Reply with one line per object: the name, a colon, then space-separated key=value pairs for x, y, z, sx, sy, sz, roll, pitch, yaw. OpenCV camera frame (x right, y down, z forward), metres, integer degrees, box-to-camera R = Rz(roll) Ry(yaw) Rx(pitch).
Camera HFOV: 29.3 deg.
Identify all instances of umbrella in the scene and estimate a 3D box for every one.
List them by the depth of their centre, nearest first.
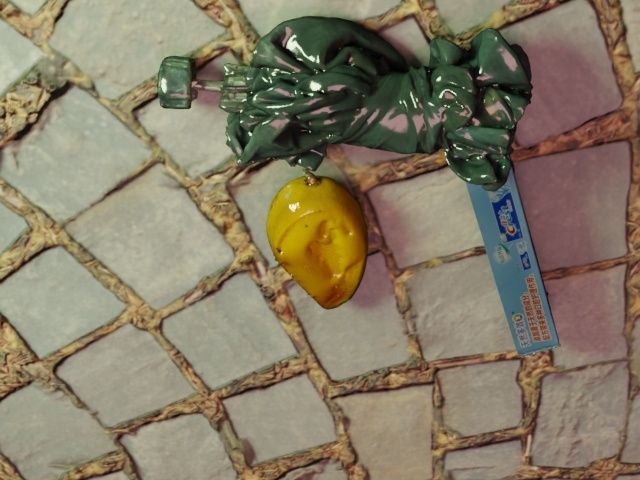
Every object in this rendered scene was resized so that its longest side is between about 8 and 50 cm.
umbrella: x=0.021 y=-0.132 z=1.136 sx=0.349 sy=0.143 sz=0.094 roll=7 pitch=171 yaw=1

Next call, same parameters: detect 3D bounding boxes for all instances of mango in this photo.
mango: x=0.000 y=0.000 z=1.263 sx=0.101 sy=0.066 sz=0.187 roll=-19 pitch=132 yaw=1

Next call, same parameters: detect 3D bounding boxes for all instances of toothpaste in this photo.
toothpaste: x=0.196 y=0.001 z=1.272 sx=0.053 sy=0.066 sz=0.272 roll=-16 pitch=127 yaw=8
